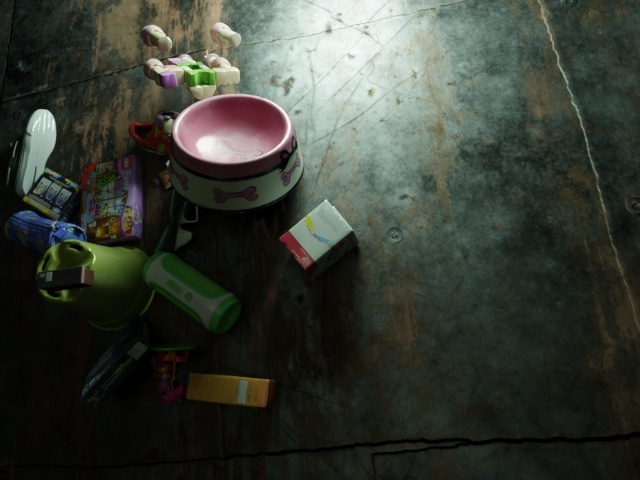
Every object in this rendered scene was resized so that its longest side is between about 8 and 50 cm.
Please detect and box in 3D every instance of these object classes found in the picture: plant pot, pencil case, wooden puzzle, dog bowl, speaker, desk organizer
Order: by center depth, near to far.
[{"bbox_3d":[-0.665,0.102,1.258,0.130,0.050,0.047,-8,72,10],"label":"desk organizer"},{"bbox_3d":[-0.377,0.148,1.407,0.297,0.131,0.131,30,82,19],"label":"speaker"},{"bbox_3d":[-0.251,-0.275,1.412,0.408,0.150,0.407,2,48,-2],"label":"dog bowl"},{"bbox_3d":[-0.670,0.116,1.418,0.276,0.254,0.275,-4,73,12],"label":"plant pot"},{"bbox_3d":[-0.880,-0.018,1.537,0.306,0.133,0.119,13,45,31],"label":"pencil case"},{"bbox_3d":[-0.501,-0.216,1.611,0.116,0.014,0.078,-36,69,0],"label":"wooden puzzle"}]

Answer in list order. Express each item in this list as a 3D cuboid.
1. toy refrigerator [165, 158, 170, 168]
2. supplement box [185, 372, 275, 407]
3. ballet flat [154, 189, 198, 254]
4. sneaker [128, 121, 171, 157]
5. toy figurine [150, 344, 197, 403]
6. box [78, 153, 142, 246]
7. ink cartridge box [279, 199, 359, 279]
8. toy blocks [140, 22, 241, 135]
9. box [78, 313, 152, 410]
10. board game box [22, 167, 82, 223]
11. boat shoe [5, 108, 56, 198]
[{"bbox_3d":[-0.339,-0.195,1.513,0.270,0.102,0.094,25,67,18],"label":"toy refrigerator"},{"bbox_3d":[-0.247,0.411,1.327,0.234,0.078,0.080,0,73,12],"label":"supplement box"},{"bbox_3d":[-0.436,-0.052,1.490,0.096,0.095,0.280,17,101,-14],"label":"ballet flat"},{"bbox_3d":[-0.513,-0.333,1.593,0.279,0.118,0.107,10,76,15],"label":"sneaker"},{"bbox_3d":[-0.434,0.381,1.372,0.173,0.130,0.159,-6,81,33],"label":"toy figurine"},{"bbox_3d":[-0.697,-0.129,1.603,0.201,0.057,0.293,-10,71,9],"label":"box"},{"bbox_3d":[0.000,0.000,1.371,0.176,0.128,0.127,-40,69,-1],"label":"ink cartridge box"},{"bbox_3d":[-0.434,-0.547,1.580,0.289,0.308,0.260,-17,38,-29],"label":"toy blocks"},{"bbox_3d":[-0.582,0.341,1.377,0.232,0.183,0.059,-47,113,-4],"label":"box"},{"bbox_3d":[-0.908,-0.152,1.654,0.170,0.048,0.141,27,79,15],"label":"board game box"},{"bbox_3d":[-1.042,-0.310,1.702,0.119,0.121,0.335,6,77,10],"label":"boat shoe"}]
